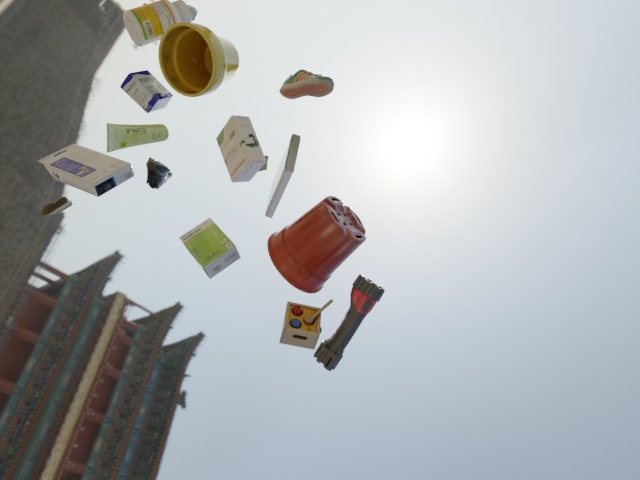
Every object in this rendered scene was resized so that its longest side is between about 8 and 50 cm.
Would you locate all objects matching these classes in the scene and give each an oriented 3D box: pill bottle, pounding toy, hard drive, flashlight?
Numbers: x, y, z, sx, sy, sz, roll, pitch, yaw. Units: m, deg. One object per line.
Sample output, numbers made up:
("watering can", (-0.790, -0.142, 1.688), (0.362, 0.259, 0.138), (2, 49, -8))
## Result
("pill bottle", (-0.660, -0.898, 1.858), (0.245, 0.137, 0.136), (-34, -147, -26))
("pounding toy", (-0.042, 0.245, 1.387), (0.130, 0.141, 0.100), (-85, -170, -51))
("hard drive", (-0.180, -0.295, 2.125), (0.353, 0.047, 0.233), (124, -21, -52))
("flashlight", (0.085, 0.258, 1.451), (0.103, 0.103, 0.304), (33, -88, 23))

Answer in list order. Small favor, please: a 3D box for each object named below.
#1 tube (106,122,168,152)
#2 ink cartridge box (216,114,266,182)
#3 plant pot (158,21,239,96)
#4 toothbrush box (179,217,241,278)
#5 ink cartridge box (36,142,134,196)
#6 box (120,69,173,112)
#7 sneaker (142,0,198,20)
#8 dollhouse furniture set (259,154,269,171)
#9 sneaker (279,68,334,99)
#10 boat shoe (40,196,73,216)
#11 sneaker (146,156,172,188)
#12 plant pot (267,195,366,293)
("tube", (-0.609, -0.347, 1.507), (0.062, 0.070, 0.240), (-25, -177, 31))
("ink cartridge box", (-0.322, -0.366, 1.837), (0.160, 0.092, 0.220), (-36, -110, 45))
("plant pot", (-0.440, -0.690, 1.736), (0.253, 0.254, 0.239), (-19, -168, 31))
("toothbrush box", (-0.603, 0.038, 2.482), (0.206, 0.122, 0.283), (-37, -124, -18))
("ink cartridge box", (-0.861, -0.263, 1.666), (0.332, 0.065, 0.165), (21, -134, 25))
("box", (-0.650, -0.561, 1.707), (0.072, 0.137, 0.126), (-42, -170, 26))
("sneaker", (-0.663, -1.016, 2.003), (0.234, 0.090, 0.095), (-10, -120, -19))
("dollhouse furniture set", (-0.328, -0.386, 2.272), (0.151, 0.058, 0.076), (-3, -108, 44))
("sneaker", (-0.055, -0.725, 2.064), (0.301, 0.108, 0.121), (9, -108, 37))
("boat shoe", (-1.054, -0.128, 1.819), (0.135, 0.045, 0.050), (-21, -113, 11))
("sneaker", (-0.831, -0.329, 2.310), (0.130, 0.109, 0.286), (-59, -178, -10))
("plant pot", (0.000, 0.000, 1.596), (0.265, 0.272, 0.273), (-42, -142, 26))
